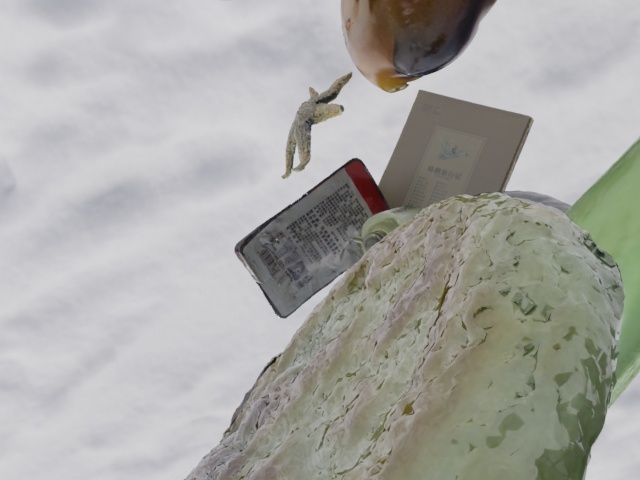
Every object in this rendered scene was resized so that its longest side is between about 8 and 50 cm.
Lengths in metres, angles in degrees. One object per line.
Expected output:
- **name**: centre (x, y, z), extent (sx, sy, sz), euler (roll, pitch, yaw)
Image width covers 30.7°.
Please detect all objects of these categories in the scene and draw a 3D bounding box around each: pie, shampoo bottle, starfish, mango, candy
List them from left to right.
- **pie**: centre (-0.004, 0.096, 0.442), extent (0.067, 0.302, 0.302), euler (43, 113, -9)
- **starfish**: centre (-0.006, -0.187, 1.813), extent (0.053, 0.208, 0.176), euler (30, 154, -24)
- **shampoo bottle**: centre (0.103, -0.005, 1.661), extent (0.079, 0.079, 0.162), euler (-43, 169, 23)
- **mango**: centre (0.121, -0.327, 1.427), extent (0.201, 0.287, 0.152), euler (1, 170, 16)
- **candy**: centre (0.261, 0.024, 0.982), extent (0.142, 0.132, 0.343), euler (38, 100, -4)

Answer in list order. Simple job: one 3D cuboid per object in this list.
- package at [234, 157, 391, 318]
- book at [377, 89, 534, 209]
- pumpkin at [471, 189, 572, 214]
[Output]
- **package**: centre (0.000, 0.000, 1.760), extent (0.239, 0.030, 0.154), euler (-35, 116, -8)
- **book**: centre (0.205, -0.095, 1.964), extent (0.310, 0.217, 0.021), euler (-66, 152, -11)
- **pumpkin**: centre (0.262, 0.021, 1.595), extent (0.233, 0.233, 0.163), euler (-9, 116, -12)
